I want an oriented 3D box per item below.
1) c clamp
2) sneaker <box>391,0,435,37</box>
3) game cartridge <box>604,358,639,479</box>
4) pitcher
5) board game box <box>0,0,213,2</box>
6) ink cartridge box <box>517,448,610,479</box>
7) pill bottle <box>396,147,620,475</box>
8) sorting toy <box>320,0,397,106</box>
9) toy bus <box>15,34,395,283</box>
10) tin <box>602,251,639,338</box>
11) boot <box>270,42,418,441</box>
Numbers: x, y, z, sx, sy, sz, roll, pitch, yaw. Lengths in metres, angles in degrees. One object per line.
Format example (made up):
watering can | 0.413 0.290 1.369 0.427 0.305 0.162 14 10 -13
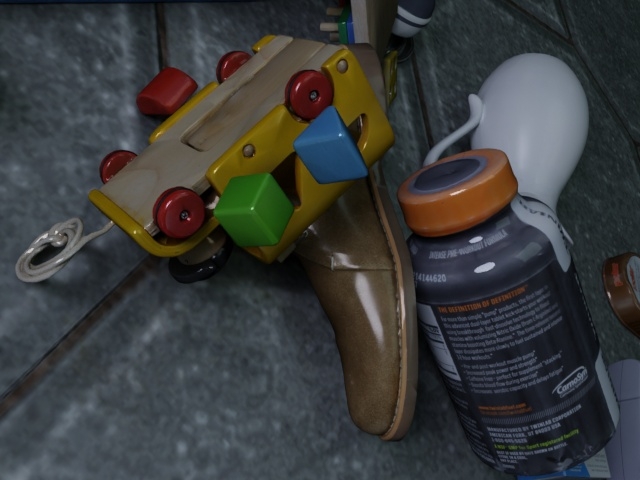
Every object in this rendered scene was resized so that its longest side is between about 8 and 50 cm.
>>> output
c clamp | 0.037 -0.238 0.752 0.160 0.022 0.137 44 39 -19
sneaker | 0.036 -0.360 0.716 0.321 0.127 0.126 55 36 -7
game cartridge | 0.391 0.293 0.822 0.198 0.062 0.297 36 48 -35
pitcher | 0.198 -0.105 0.786 0.177 0.125 0.207 23 65 -19
board game box | -0.179 -0.323 0.514 0.308 0.086 0.302 -22 87 -50
ink cartridge box | 0.224 0.168 0.709 0.088 0.052 0.122 17 57 -41
pill bottle | 0.142 0.053 0.584 0.130 0.130 0.246 -48 120 -48
sorting toy | 0.032 -0.215 0.633 0.274 0.046 0.132 79 22 -47
toy bus | -0.050 -0.034 0.455 0.104 0.202 0.191 56 29 -37
tin | 0.449 0.087 1.005 0.189 0.040 0.106 34 44 -30
boot | 0.000 0.000 0.551 0.115 0.112 0.305 -6 76 -17
